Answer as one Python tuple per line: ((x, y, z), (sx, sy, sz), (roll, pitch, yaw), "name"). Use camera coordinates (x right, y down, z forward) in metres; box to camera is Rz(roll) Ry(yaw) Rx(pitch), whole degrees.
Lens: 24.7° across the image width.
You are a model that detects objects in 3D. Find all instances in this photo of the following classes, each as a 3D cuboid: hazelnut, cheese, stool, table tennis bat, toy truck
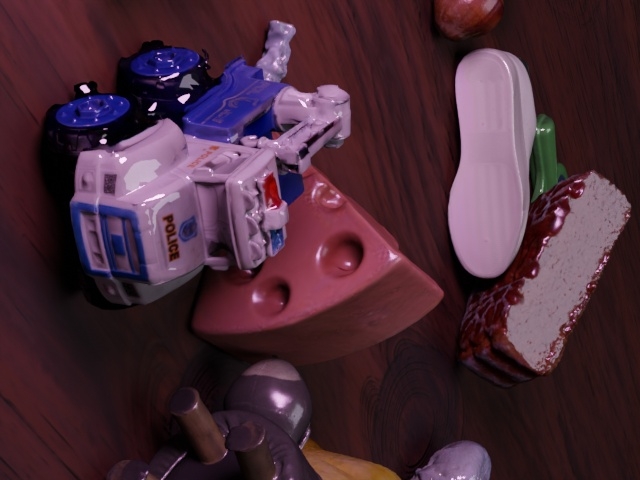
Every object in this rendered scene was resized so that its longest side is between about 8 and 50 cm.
((0.158, -0.250, 1.574), (0.086, 0.086, 0.086), (-26, 120, -56), "hazelnut")
((0.014, 0.019, 1.278), (0.128, 0.177, 0.203), (43, 62, -57), "cheese")
((-0.084, 0.193, 1.202), (0.139, 0.153, 0.228), (60, 18, -44), "stool")
((0.296, -0.055, 1.920), (0.160, 0.039, 0.257), (-56, 145, -41), "table tennis bat")
((-0.086, -0.045, 1.082), (0.213, 0.177, 0.161), (-46, 137, -48), "toy truck")

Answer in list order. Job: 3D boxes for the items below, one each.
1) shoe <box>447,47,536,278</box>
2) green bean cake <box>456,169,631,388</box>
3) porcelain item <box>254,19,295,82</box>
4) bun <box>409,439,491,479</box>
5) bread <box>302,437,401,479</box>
((0.210, -0.093, 1.694), (0.110, 0.095, 0.265), (-25, 118, -60), "shoe")
((0.254, 0.050, 1.721), (0.097, 0.198, 0.233), (31, 65, -13), "green bean cake")
((-0.042, -0.150, 1.283), (0.036, 0.028, 0.083), (11, 89, -64), "porcelain item")
((0.145, 0.296, 1.700), (0.141, 0.083, 0.141), (15, 90, -70), "bun")
((-0.016, 0.316, 1.346), (0.270, 0.148, 0.270), (-15, 107, -57), "bread")
